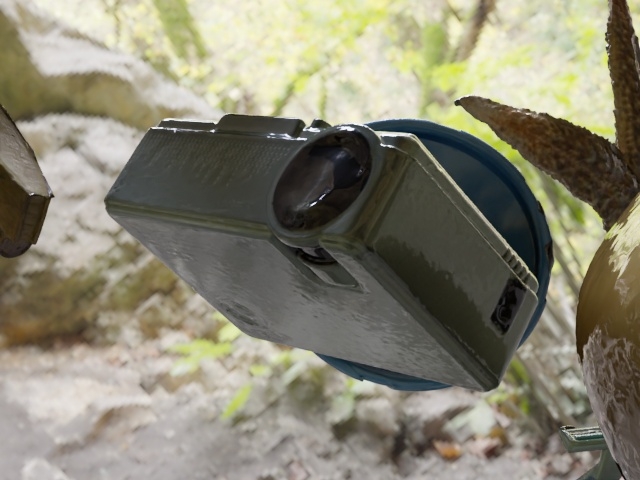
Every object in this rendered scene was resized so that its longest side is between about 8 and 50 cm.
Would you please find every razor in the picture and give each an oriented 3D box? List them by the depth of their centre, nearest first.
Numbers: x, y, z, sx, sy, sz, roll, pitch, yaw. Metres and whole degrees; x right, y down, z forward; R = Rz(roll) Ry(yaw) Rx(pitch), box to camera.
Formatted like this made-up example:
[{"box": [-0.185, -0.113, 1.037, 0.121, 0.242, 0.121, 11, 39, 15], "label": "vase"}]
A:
[{"box": [0.163, 0.162, 0.922, 0.191, 0.068, 0.037, 114, 151, -62], "label": "razor"}]

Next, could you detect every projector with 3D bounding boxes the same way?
[{"box": [0.000, 0.000, 0.963, 0.257, 0.192, 0.099, 9, 64, 45], "label": "projector"}]

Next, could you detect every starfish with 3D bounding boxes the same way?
[{"box": [0.296, -0.055, 1.457, 0.132, 0.398, 0.384, -13, 50, 34], "label": "starfish"}]

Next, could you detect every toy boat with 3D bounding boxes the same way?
[{"box": [-0.207, -0.050, 0.846, 0.049, 0.047, 0.149, -54, 54, 23], "label": "toy boat"}]

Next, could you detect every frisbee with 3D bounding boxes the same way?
[{"box": [0.074, 0.012, 1.176, 0.242, 0.242, 0.045, -46, -13, -19], "label": "frisbee"}]

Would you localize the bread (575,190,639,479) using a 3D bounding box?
[{"box": [0.287, 0.104, 0.598, 0.253, 0.376, 0.348, -41, 4, 0], "label": "bread"}]
